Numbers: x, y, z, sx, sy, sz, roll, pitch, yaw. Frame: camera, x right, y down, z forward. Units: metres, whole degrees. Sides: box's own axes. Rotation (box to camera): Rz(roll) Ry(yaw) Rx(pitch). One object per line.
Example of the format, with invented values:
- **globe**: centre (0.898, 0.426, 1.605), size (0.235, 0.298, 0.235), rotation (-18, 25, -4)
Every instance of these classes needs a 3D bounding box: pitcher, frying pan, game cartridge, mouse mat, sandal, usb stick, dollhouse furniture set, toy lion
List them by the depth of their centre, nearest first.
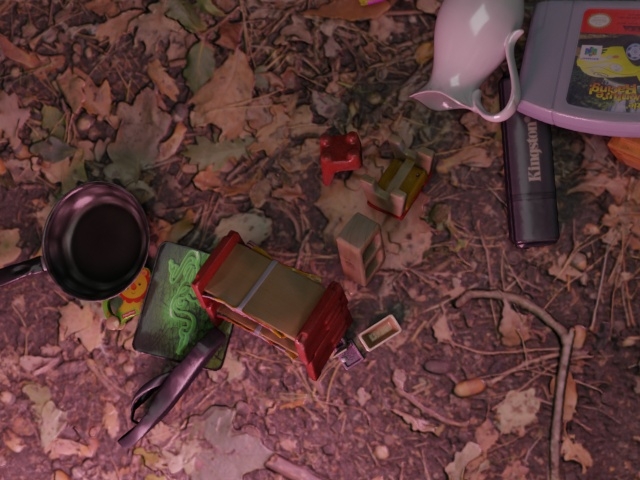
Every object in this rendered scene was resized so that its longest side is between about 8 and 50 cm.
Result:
- **game cartridge**: centre (0.435, -0.244, 1.091), size (0.294, 0.060, 0.196), rotation (8, 80, 24)
- **pitcher**: centre (0.245, -0.286, 1.148), size (0.178, 0.125, 0.207), rotation (26, 97, 37)
- **dollhouse furniture set**: centre (0.000, 0.000, 1.188), size (0.201, 0.152, 0.374), rotation (27, 69, 21)
- **usb stick**: centre (0.322, -0.126, 1.190), size (0.077, 0.045, 0.277), rotation (-4, 89, 8)
- **dollhouse furniture set**: centre (0.060, 0.143, 1.202), size (0.114, 0.081, 0.091), rotation (-33, 86, 6)
- **sandal**: centre (-0.242, 0.227, 1.222), size (0.054, 0.097, 0.254), rotation (40, 103, 4)
- **mouse mat**: centre (-0.211, 0.109, 1.254), size (0.153, 0.007, 0.189), rotation (15, 90, -8)
- **frying pan**: centre (-0.411, 0.045, 1.268), size (0.326, 0.053, 0.197), rotation (-43, 76, 8)
- **toy lion**: centre (-0.317, 0.089, 1.276), size (0.100, 0.034, 0.096), rotation (-23, 80, 7)

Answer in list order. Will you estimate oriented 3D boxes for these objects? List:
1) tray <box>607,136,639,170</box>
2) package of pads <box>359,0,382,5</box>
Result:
- **tray**: centre (0.615, -0.263, 1.088), size (0.203, 0.076, 0.410), rotation (36, 94, 43)
- **package of pads**: centre (0.124, -0.535, 1.188), size (0.229, 0.101, 0.296), rotation (-13, 87, 5)
